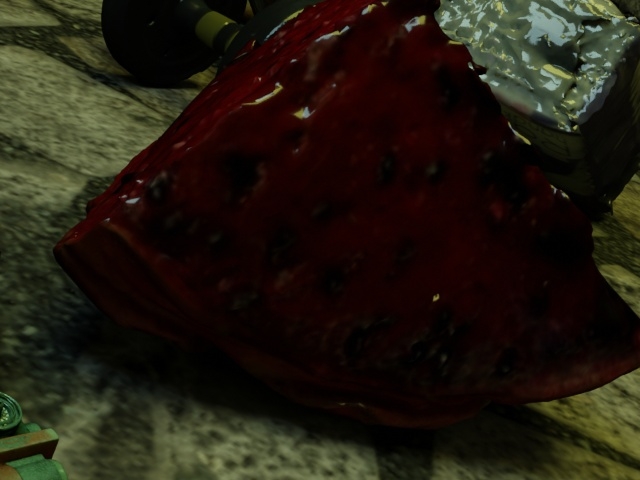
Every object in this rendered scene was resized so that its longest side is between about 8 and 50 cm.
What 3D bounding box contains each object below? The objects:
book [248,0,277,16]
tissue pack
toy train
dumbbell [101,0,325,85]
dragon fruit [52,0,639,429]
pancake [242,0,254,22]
[{"bbox_3d":[-0.022,-0.193,1.142,0.026,0.157,0.231,-27,39,-10],"label":"book"},{"bbox_3d":[0.169,-0.148,1.090,0.242,0.125,0.344,33,2,19],"label":"tissue pack"},{"bbox_3d":[-0.144,0.094,0.467,0.103,0.044,0.064,-7,39,-48],"label":"toy train"},{"bbox_3d":[-0.072,-0.162,0.995,0.325,0.143,0.143,37,26,31],"label":"dumbbell"},{"bbox_3d":[-0.007,0.007,0.752,0.286,0.228,0.329,49,-10,-23],"label":"dragon fruit"},{"bbox_3d":[-0.007,-0.254,1.427,0.266,0.057,0.244,26,13,-5],"label":"pancake"}]
